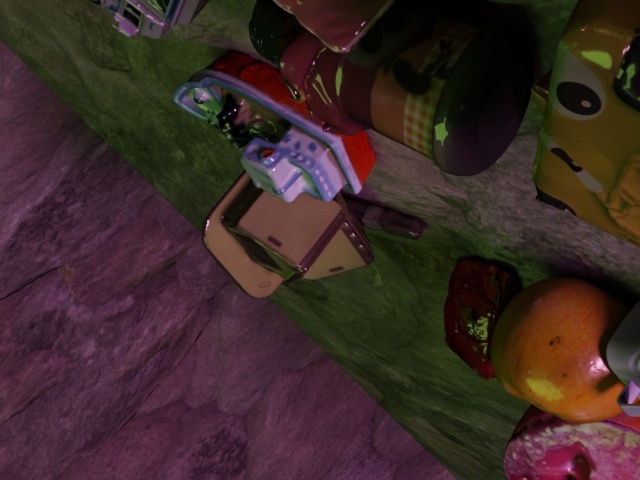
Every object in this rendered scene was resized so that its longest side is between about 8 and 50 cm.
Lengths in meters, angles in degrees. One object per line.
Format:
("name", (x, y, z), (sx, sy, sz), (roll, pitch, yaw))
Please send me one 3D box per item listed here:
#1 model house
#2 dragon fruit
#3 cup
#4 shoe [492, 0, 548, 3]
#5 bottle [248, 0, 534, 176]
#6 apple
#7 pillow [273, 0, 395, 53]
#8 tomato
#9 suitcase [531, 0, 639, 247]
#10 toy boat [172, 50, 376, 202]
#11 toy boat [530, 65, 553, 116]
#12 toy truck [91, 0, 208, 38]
("model house", (0.000, 0.000, 1.324), (0.279, 0.218, 0.205), (21, 157, 44))
("dragon fruit", (0.211, 0.099, 1.235), (0.121, 0.127, 0.161), (24, 160, 30))
("cup", (0.361, 0.126, 0.898), (0.095, 0.128, 0.129), (46, 163, -10))
("shoe", (0.092, -0.196, 0.543), (0.251, 0.100, 0.103), (19, 153, -41))
("bottle", (0.045, -0.159, 0.808), (0.271, 0.143, 0.156), (29, -156, 31))
("apple", (0.289, 0.131, 1.034), (0.182, 0.155, 0.182), (39, 169, 9))
("pillow", (-0.023, -0.265, 0.746), (0.232, 0.126, 0.043), (40, -171, 13))
("tomato", (0.428, 0.296, 1.164), (0.335, 0.176, 0.289), (33, 144, 13))
("suitcase", (0.230, -0.075, 0.494), (0.194, 0.143, 0.235), (27, 165, 17))
("toy boat", (-0.087, -0.154, 1.229), (0.332, 0.133, 0.145), (32, 164, 34))
("toy boat", (0.260, -0.076, 0.704), (0.200, 0.057, 0.077), (40, 160, 5))
("toy truck", (-0.184, -0.320, 1.007), (0.155, 0.124, 0.268), (38, 165, -9))
